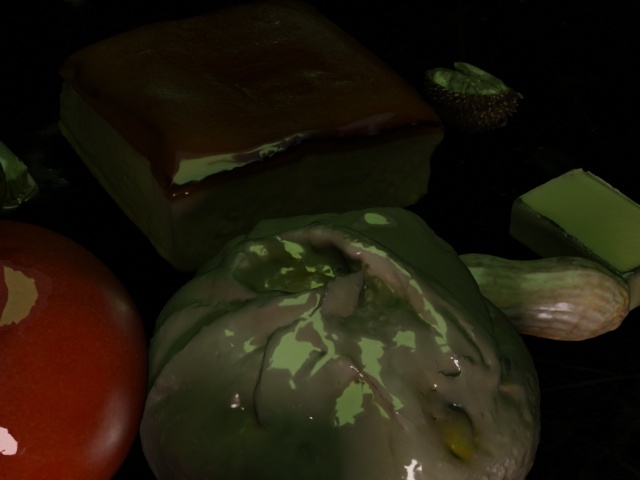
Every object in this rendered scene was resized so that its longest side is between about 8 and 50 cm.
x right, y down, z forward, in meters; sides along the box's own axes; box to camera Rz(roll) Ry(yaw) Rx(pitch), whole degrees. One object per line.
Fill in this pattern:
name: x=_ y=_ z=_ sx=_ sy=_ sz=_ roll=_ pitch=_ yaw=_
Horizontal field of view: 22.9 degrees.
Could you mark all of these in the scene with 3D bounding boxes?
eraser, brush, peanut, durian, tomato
eraser: x=0.300 y=-0.001 z=1.690 sx=0.117 sy=0.058 sz=0.172 roll=-24 pitch=46 yaw=-33
brush: x=-0.413 y=-0.127 z=1.764 sx=0.072 sy=0.067 sz=0.313 roll=-23 pitch=43 yaw=-31
peanut: x=0.210 y=0.056 z=1.579 sx=0.207 sy=0.087 sz=0.087 roll=3 pitch=36 yaw=-5
durian: x=0.186 y=-0.164 z=1.884 sx=0.140 sy=0.071 sz=0.110 roll=21 pitch=32 yaw=41
tomato: x=-0.263 y=0.112 z=1.305 sx=0.224 sy=0.256 sz=0.256 roll=19 pitch=26 yaw=-35

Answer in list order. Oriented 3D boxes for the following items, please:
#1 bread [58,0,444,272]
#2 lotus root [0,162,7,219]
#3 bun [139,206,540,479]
bread: x=-0.085 y=-0.127 z=1.723 sx=0.324 sy=0.143 sz=0.333 roll=-18 pitch=39 yaw=-25
lotus root: x=-0.424 y=-0.080 z=1.613 sx=0.284 sy=0.146 sz=0.160 roll=42 pitch=74 yaw=17
bun: x=0.026 y=0.106 z=1.378 sx=0.365 sy=0.219 sz=0.365 roll=4 pitch=40 yaw=-4
